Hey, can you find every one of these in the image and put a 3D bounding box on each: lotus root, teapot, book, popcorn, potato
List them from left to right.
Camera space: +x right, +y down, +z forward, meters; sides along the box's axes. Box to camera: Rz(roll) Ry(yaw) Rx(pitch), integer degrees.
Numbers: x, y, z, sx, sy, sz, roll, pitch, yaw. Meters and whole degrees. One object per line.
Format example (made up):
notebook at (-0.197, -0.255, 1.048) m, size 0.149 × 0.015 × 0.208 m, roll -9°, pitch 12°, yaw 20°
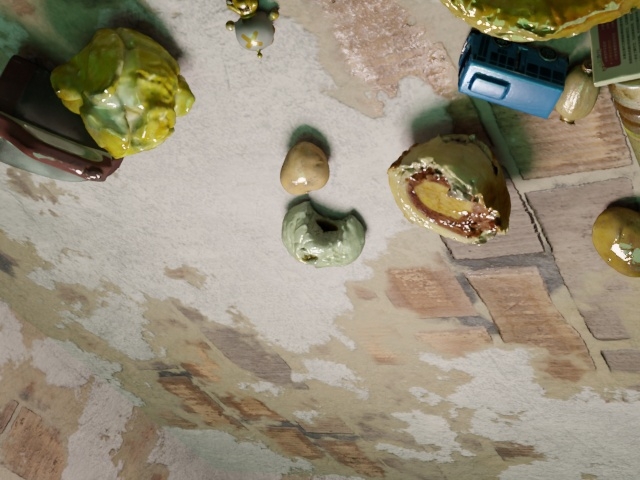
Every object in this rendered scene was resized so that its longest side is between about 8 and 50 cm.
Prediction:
teapot at (-0.588, -0.234, 1.740) m, size 0.312 × 0.315 × 0.233 m, roll 24°, pitch 107°, yaw -20°
popcorn at (-0.418, -0.302, 1.622) m, size 0.276 × 0.277 × 0.225 m, roll -16°, pitch 168°, yaw 39°
potato at (-0.034, -0.158, 1.752) m, size 0.112 × 0.112 × 0.147 m, roll 20°, pitch 153°, yaw -3°
lotus root at (0.465, -0.263, 1.419) m, size 0.073 × 0.062 × 0.150 m, roll 13°, pitch 143°, yaw 7°
potato at (0.660, 0.006, 1.649) m, size 0.175 × 0.137 × 0.137 m, roll 21°, pitch 145°, yaw 0°
book at (0.536, -0.339, 1.211) m, size 0.231 × 0.162 × 0.022 m, roll -8°, pitch 167°, yaw 32°

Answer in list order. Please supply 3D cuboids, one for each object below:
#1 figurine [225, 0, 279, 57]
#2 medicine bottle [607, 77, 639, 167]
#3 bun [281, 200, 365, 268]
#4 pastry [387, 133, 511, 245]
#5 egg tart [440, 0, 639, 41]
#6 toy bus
figurine at (-0.130, -0.423, 1.470) m, size 0.101 × 0.068 × 0.143 m, roll 9°, pitch 128°, yaw 1°
medicine bottle at (0.610, -0.206, 1.355) m, size 0.151 × 0.151 × 0.322 m, roll -9°, pitch 137°, yaw 34°
bun at (0.000, 0.000, 1.933) m, size 0.212 × 0.127 × 0.204 m, roll -1°, pitch 143°, yaw 24°
pastry at (0.280, -0.118, 1.623) m, size 0.236 × 0.170 × 0.256 m, roll 14°, pitch 155°, yaw 42°
egg tart at (0.319, -0.460, 1.114) m, size 0.387 × 0.169 × 0.388 m, roll 9°, pitch 147°, yaw 6°
toy bus at (0.338, -0.296, 1.394) m, size 0.184 × 0.106 × 0.090 m, roll 17°, pitch 148°, yaw 2°
